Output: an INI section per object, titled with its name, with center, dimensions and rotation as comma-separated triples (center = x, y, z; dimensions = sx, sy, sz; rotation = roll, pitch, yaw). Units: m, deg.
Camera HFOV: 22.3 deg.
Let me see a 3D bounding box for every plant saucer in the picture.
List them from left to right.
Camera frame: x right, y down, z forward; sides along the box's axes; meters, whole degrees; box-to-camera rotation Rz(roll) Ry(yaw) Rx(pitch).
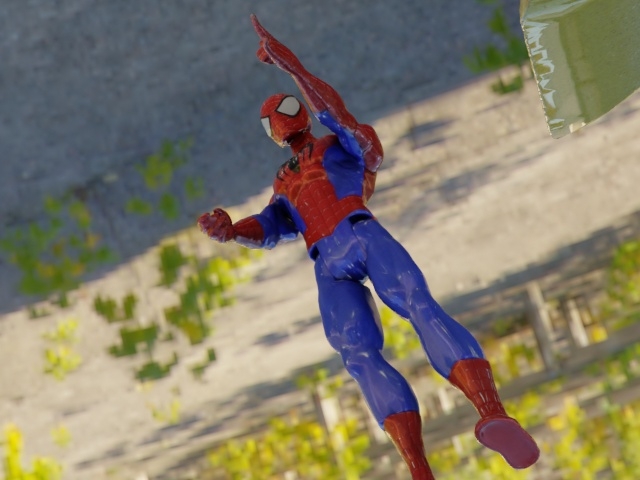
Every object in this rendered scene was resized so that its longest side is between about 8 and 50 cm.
[plant saucer]
center = 0.196, -0.257, 1.049
dimensions = 0.081, 0.332, 0.333
rotation = 5, 172, 12

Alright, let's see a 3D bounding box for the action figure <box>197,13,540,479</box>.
[action figure]
center = 0.000, 0.000, 0.819
dimensions = 0.091, 0.280, 0.139
rotation = -40, 133, 15
